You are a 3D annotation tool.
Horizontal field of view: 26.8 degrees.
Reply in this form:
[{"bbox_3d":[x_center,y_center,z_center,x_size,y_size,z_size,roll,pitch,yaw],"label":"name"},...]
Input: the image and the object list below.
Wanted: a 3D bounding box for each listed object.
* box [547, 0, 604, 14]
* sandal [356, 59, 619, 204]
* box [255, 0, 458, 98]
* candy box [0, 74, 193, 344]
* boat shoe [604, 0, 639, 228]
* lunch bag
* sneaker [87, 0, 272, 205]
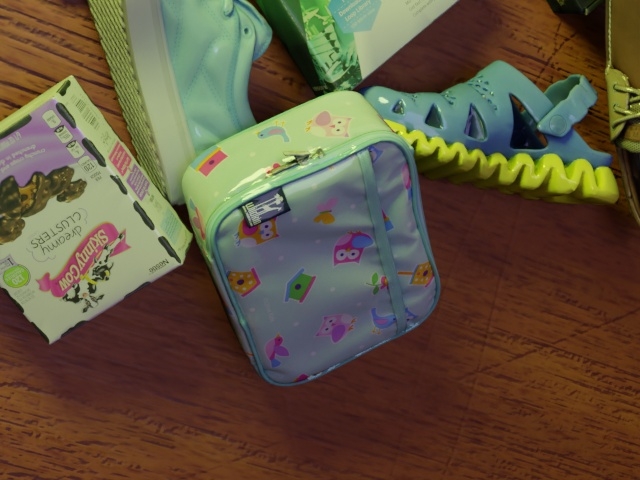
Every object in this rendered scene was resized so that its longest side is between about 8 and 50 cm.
[{"bbox_3d":[0.297,-0.441,1.414,0.293,0.073,0.295,-39,110,-9],"label":"box"},{"bbox_3d":[0.174,-0.124,1.405,0.317,0.126,0.138,9,86,-26],"label":"sandal"},{"bbox_3d":[0.006,-0.333,1.312,0.232,0.058,0.322,-42,109,-22],"label":"box"},{"bbox_3d":[-0.244,-0.026,1.260,0.164,0.070,0.196,-31,109,16],"label":"candy box"},{"bbox_3d":[0.360,-0.136,1.410,0.120,0.122,0.324,-50,131,-40],"label":"boat shoe"},{"bbox_3d":[0.000,0.000,1.304,0.224,0.108,0.279,-23,134,-7],"label":"lunch bag"},{"bbox_3d":[-0.129,-0.217,1.260,0.150,0.135,0.366,-23,126,-20],"label":"sneaker"}]
